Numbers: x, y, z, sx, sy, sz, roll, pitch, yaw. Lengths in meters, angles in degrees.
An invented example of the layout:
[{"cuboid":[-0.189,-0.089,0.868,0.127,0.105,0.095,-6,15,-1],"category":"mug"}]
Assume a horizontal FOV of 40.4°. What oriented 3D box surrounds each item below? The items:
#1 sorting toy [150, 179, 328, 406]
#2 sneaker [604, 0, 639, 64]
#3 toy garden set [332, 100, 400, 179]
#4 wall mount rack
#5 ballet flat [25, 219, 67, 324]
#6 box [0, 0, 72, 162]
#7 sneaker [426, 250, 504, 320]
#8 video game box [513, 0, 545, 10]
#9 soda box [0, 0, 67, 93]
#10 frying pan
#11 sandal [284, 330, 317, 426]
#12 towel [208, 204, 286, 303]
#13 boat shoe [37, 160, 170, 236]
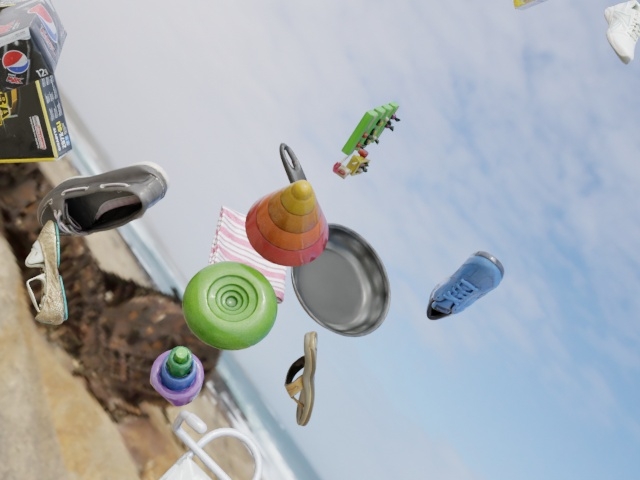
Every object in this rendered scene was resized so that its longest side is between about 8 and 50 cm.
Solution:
[{"cuboid":[-0.096,0.044,1.123,0.127,0.365,0.126,32,-31,4],"category":"sorting toy"},{"cuboid":[0.531,-0.367,1.509,0.054,0.061,0.152,41,42,-33],"category":"sneaker"},{"cuboid":[0.106,-0.218,2.029,0.049,0.203,0.244,37,23,7],"category":"toy garden set"},{"cuboid":[-0.158,0.416,1.186,0.304,0.350,0.130,44,-33,3],"category":"wall mount rack"},{"cuboid":[-0.535,0.061,1.684,0.073,0.067,0.206,-30,-113,60],"category":"ballet flat"},{"cuboid":[-0.675,-0.321,1.788,0.079,0.257,0.321,-59,146,-60],"category":"box"},{"cuboid":[0.238,0.086,1.464,0.069,0.082,0.209,43,-27,2],"category":"sneaker"},{"cuboid":[0.535,-0.677,2.072,0.187,0.048,0.205,-12,-96,41],"category":"video game box"},{"cuboid":[-0.311,-0.212,0.920,0.169,0.060,0.053,-112,180,-61],"category":"soda box"},{"cuboid":[-0.013,0.018,1.403,0.326,0.197,0.053,48,-42,-6],"category":"frying pan"},{"cuboid":[-0.032,0.215,1.371,0.072,0.049,0.180,-91,-175,-54],"category":"sandal"},{"cuboid":[-0.123,0.020,1.557,0.144,0.029,0.197,24,36,-16],"category":"towel"},{"cuboid":[-0.443,-0.067,1.686,0.112,0.335,0.095,59,32,-25],"category":"boat shoe"}]
